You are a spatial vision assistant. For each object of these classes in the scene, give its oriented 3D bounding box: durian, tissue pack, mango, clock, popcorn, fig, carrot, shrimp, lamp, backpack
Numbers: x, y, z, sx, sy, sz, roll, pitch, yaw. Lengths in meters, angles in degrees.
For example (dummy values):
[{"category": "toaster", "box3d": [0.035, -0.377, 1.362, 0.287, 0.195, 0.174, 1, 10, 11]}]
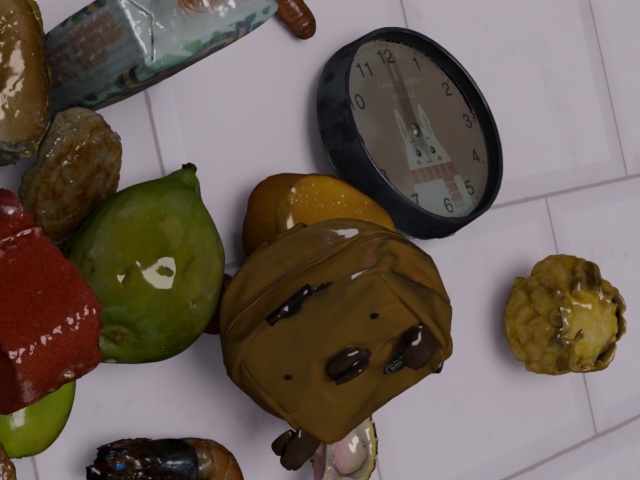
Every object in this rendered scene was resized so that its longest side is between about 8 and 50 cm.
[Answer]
[{"category": "durian", "box3d": [0.018, 0.344, 1.576, 0.140, 0.078, 0.224, 60, 38, -26]}, {"category": "tissue pack", "box3d": [-0.236, -0.276, 1.345, 0.228, 0.311, 0.128, -35, 104, -37]}, {"category": "mango", "box3d": [-0.375, 0.208, 1.301, 0.117, 0.089, 0.163, 48, 57, -20]}, {"category": "clock", "box3d": [0.165, -0.190, 1.741, 0.386, 0.076, 0.386, 18, 60, -34]}, {"category": "popcorn", "box3d": [0.459, 0.141, 1.886, 0.250, 0.190, 0.250, 13, 70, -40]}, {"category": "fig", "box3d": [-0.248, 0.009, 1.366, 0.233, 0.233, 0.314, 12, 65, -35]}, {"category": "carrot", "box3d": [-0.069, -0.409, 1.656, 0.186, 0.060, 0.060, 54, 56, -24]}, {"category": "shrimp", "box3d": [-0.212, 0.379, 1.396, 0.290, 0.054, 0.222, 23, 61, -45]}, {"category": "lamp", "box3d": [-0.158, 0.092, 1.485, 0.101, 0.090, 0.101, 5, 52, -6]}, {"category": "backpack", "box3d": [0.019, 0.135, 1.426, 0.353, 0.201, 0.378, -40, 140, 8]}]

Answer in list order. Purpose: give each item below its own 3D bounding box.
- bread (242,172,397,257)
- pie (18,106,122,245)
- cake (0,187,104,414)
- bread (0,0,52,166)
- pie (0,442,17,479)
[{"category": "bread", "box3d": [0.000, 0.000, 1.585, 0.269, 0.142, 0.195, 27, 69, -33]}, {"category": "pie", "box3d": [-0.341, -0.086, 1.344, 0.163, 0.079, 0.193, -6, 119, -69]}, {"category": "cake", "box3d": [-0.392, 0.077, 1.224, 0.283, 0.177, 0.151, 45, 53, 15]}, {"category": "bread", "box3d": [-0.425, -0.191, 1.256, 0.176, 0.195, 0.246, 1, 85, -22]}, {"category": "pie", "box3d": [-0.494, 0.320, 1.181, 0.273, 0.069, 0.273, 4, 79, -22]}]
